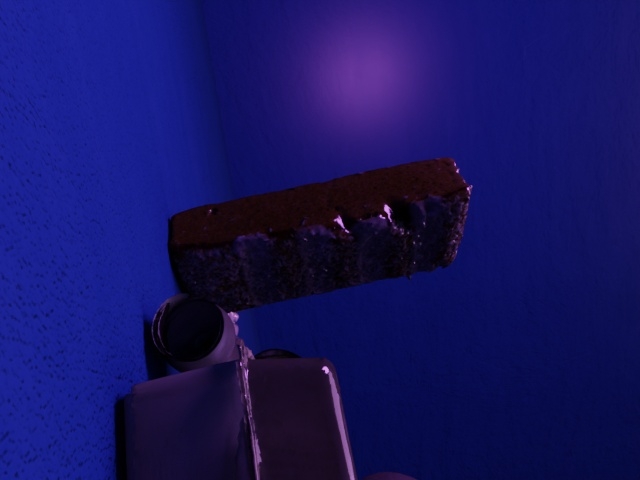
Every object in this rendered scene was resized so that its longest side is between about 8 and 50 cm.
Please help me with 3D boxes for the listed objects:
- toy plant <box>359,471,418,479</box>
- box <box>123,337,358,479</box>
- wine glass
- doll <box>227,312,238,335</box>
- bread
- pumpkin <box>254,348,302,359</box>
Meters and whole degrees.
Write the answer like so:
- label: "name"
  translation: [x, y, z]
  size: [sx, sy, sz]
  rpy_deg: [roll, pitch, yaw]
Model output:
- label: "toy plant"
  translation: [0.062, 0.412, 0.485]
  size: [0.279, 0.185, 0.400]
  rpy_deg: [42, 16, 5]
- label: "box"
  translation: [-0.060, 0.216, 0.461]
  size: [0.290, 0.166, 0.221]
  rpy_deg: [101, -22, -70]
- label: "wine glass"
  translation: [-0.131, 0.115, 0.562]
  size: [0.195, 0.079, 0.079]
  rpy_deg: [101, -21, -68]
- label: "doll"
  translation: [-0.180, 0.160, 1.000]
  size: [0.135, 0.071, 0.113]
  rpy_deg: [99, -10, -56]
- label: "bread"
  translation: [0.000, 0.000, 0.729]
  size: [0.165, 0.416, 0.113]
  rpy_deg: [81, -4, -49]
- label: "pumpkin"
  translation: [-0.086, 0.369, 1.123]
  size: [0.250, 0.216, 0.250]
  rpy_deg: [-175, -90, -74]
